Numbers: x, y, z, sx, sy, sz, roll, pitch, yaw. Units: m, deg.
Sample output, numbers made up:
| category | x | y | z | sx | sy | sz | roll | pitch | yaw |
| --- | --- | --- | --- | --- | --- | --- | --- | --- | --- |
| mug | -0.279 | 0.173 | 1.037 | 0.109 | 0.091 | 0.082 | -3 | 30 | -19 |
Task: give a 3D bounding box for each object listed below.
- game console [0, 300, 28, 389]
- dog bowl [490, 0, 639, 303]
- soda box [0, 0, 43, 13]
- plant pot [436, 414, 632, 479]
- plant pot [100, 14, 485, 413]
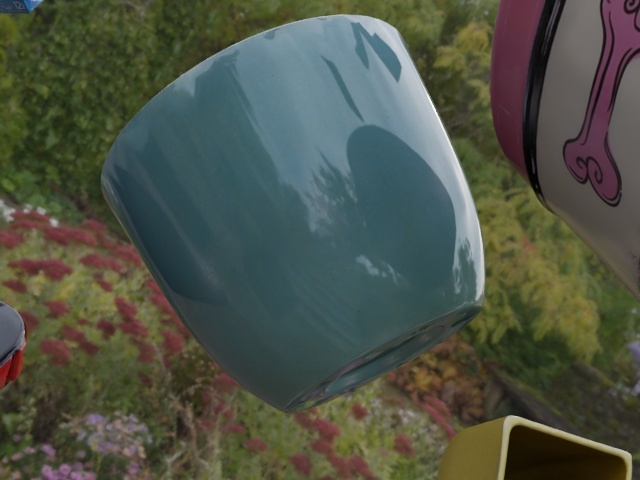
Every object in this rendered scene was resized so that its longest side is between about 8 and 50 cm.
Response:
| category | x | y | z | sx | sy | sz | roll | pitch | yaw |
| --- | --- | --- | --- | --- | --- | --- | --- | --- | --- |
| game console | -0.498 | 0.110 | 0.712 | 0.387 | 0.060 | 0.342 | 15 | 26 | 12 |
| dog bowl | 0.267 | -0.154 | 0.500 | 0.150 | 0.408 | 0.408 | 39 | 10 | 34 |
| soda box | -0.504 | -0.380 | 1.205 | 0.210 | 0.071 | 0.067 | 6 | -44 | 22 |
| plant pot | 0.100 | 0.143 | 0.432 | 0.081 | 0.081 | 0.083 | 21 | -21 | -19 |
| plant pot | 0.000 | 0.000 | 0.687 | 0.235 | 0.293 | 0.293 | 61 | 17 | 17 |
